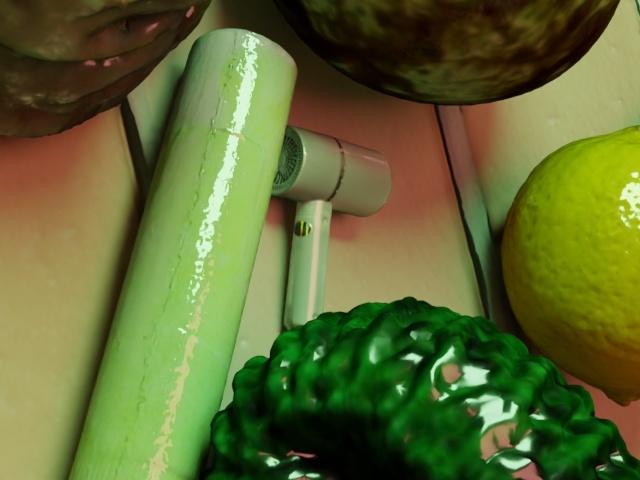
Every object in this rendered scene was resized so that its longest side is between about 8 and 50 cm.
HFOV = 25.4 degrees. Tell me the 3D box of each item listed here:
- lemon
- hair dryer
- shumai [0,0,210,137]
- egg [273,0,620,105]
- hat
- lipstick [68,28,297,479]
[{"bbox_3d":[0.219,0.018,1.020,0.178,0.178,0.203,1,92,-42],"label":"lemon"},{"bbox_3d":[0.000,0.000,0.916,0.082,0.047,0.137,15,77,-40],"label":"hair dryer"},{"bbox_3d":[-0.115,-0.221,0.712,0.304,0.263,0.309,15,71,-41],"label":"shumai"},{"bbox_3d":[0.084,-0.201,0.908,0.289,0.238,0.238,39,54,-58],"label":"egg"},{"bbox_3d":[0.094,0.164,0.820,0.332,0.242,0.274,2,71,-68],"label":"hat"},{"bbox_3d":[-0.077,0.025,0.819,0.076,0.076,0.304,29,61,-34],"label":"lipstick"}]
